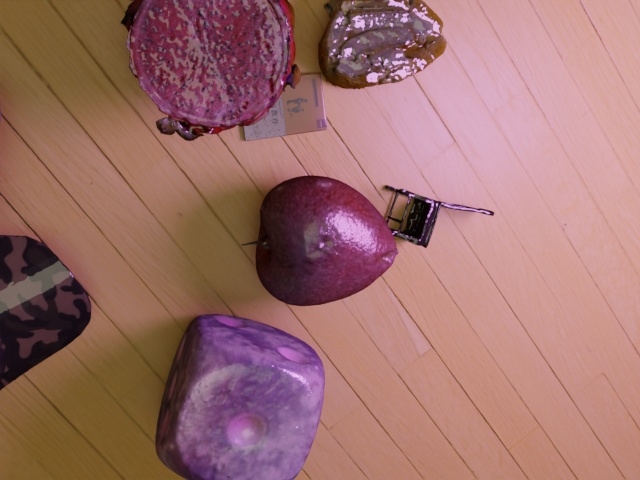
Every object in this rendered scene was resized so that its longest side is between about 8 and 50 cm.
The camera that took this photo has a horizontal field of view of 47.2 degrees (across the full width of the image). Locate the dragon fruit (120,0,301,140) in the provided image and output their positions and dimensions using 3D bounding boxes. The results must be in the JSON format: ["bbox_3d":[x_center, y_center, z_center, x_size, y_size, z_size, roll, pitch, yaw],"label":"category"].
[{"bbox_3d":[-0.167,-0.354,1.307,0.314,0.263,0.296,-24,107,7],"label":"dragon fruit"}]

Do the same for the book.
[{"bbox_3d":[-0.076,-0.269,1.472,0.172,0.012,0.118,-10,104,-11],"label":"book"}]

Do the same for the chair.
[{"bbox_3d":[0.239,-0.041,1.544,0.229,0.106,0.113,16,96,-15],"label":"chair"}]

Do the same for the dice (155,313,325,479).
[{"bbox_3d":[-0.159,0.311,1.435,0.270,0.271,0.270,18,97,-15],"label":"dice"}]

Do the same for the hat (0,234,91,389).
[{"bbox_3d":[-0.623,0.186,1.319,0.381,0.257,0.366,-24,120,10],"label":"hat"}]

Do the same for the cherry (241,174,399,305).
[{"bbox_3d":[0.000,0.000,1.432,0.307,0.221,0.261,4,115,-6],"label":"cherry"}]

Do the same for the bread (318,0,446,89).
[{"bbox_3d":[0.119,-0.399,1.434,0.257,0.124,0.186,-15,104,-12],"label":"bread"}]
